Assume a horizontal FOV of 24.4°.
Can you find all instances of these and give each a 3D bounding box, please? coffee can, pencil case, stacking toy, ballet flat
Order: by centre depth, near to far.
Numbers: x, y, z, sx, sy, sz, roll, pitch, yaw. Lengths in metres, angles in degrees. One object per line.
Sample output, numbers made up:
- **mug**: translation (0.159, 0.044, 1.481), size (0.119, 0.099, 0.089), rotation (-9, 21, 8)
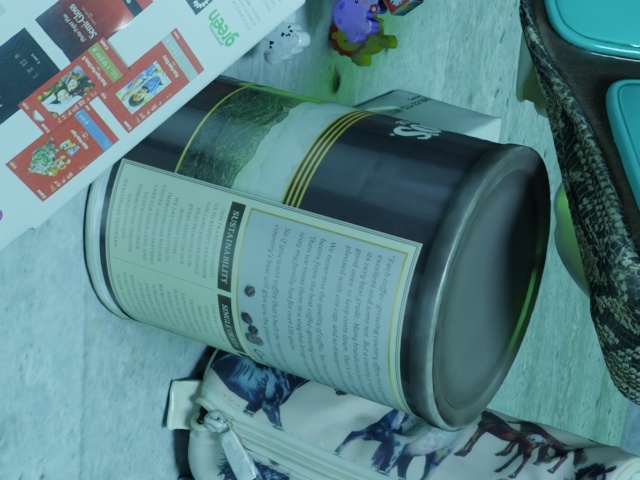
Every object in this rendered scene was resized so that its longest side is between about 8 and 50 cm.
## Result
- **coffee can**: translation (0.000, 0.000, 1.066), size (0.201, 0.275, 0.202), rotation (-42, 140, -48)
- **ballet flat**: translation (0.217, -0.092, 1.096), size (0.182, 0.164, 0.483), rotation (115, -22, -50)
- **stacking toy**: translation (0.064, -0.210, 1.183), size (0.167, 0.221, 0.052), rotation (-11, 73, -61)
- **pencil case**: translation (0.077, 0.195, 1.184), size (0.183, 0.410, 0.160), rotation (-10, 112, -54)

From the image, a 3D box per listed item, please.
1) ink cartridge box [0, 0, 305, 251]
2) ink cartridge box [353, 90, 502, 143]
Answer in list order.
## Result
- **ink cartridge box**: translation (-0.189, -0.150, 0.722), size (0.272, 0.130, 0.309), rotation (-41, 148, -5)
- **ink cartridge box**: translation (0.067, 0.015, 1.395), size (0.197, 0.114, 0.273), rotation (-28, 128, -56)
